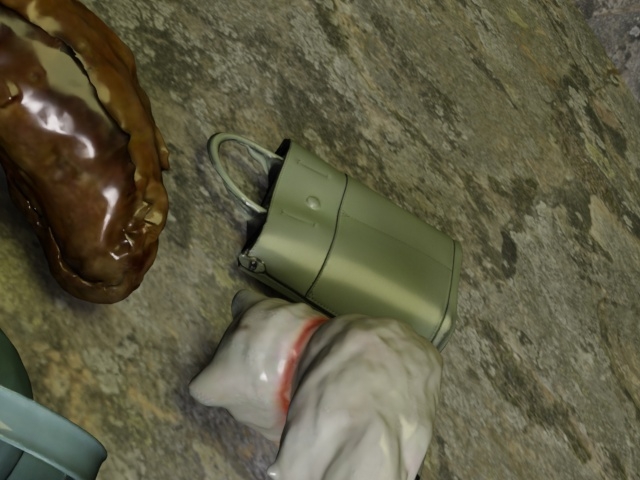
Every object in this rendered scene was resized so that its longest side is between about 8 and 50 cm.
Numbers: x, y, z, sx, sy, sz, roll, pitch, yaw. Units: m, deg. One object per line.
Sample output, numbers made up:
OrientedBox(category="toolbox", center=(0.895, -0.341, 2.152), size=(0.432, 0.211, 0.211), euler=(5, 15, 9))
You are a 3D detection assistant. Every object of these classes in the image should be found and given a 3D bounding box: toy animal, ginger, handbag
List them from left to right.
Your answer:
OrientedBox(category="ginger", center=(-0.223, -0.109, 1.029), size=(0.321, 0.172, 0.165), euler=(49, -9, -4))
OrientedBox(category="toy animal", center=(-0.016, 0.153, 1.014), size=(0.188, 0.266, 0.308), euler=(36, 56, -8))
OrientedBox(category="handbag", center=(0.000, 0.000, 1.349), size=(0.315, 0.109, 0.241), euler=(31, 32, -11))

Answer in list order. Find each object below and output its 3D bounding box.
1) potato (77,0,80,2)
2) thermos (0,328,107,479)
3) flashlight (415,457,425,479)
OrientedBox(category="potato", center=(-0.260, -0.217, 1.190), size=(0.103, 0.066, 0.096), euler=(46, 4, -2))
OrientedBox(category="thermos", center=(-0.239, 0.088, 0.730), size=(0.286, 0.182, 0.145), euler=(42, 57, -45))
OrientedBox(category="flashlight", center=(0.094, 0.220, 1.274), size=(0.018, 0.018, 0.083), euler=(47, 29, -14))
